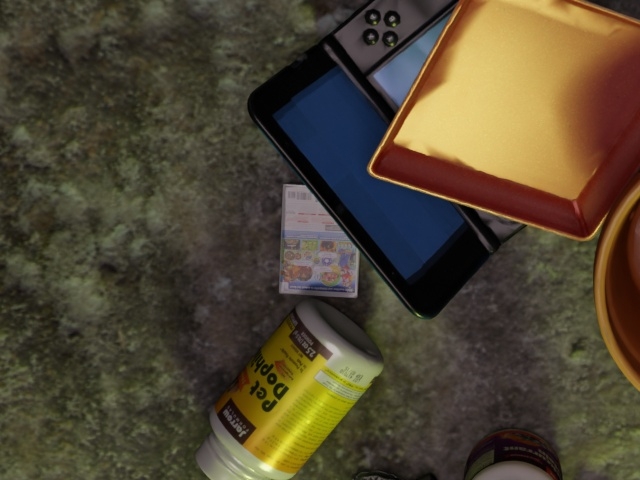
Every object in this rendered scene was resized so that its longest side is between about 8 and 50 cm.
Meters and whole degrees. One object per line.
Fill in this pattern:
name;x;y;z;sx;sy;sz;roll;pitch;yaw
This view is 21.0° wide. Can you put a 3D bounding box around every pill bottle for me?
pill bottle;-0.038;0.175;1.856;0.117;0.117;0.215;39;101;-1
pill bottle;0.202;0.273;1.806;0.108;0.193;0.108;1;100;6

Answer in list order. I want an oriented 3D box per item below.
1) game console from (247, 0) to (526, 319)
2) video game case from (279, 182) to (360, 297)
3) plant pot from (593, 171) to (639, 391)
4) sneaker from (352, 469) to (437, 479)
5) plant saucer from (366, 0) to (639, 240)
game console;0.115;-0.113;1.763;0.250;0.173;0.293;-39;94;11
video game case;0.000;0.000;1.876;0.087;0.011;0.122;3;100;5
plant pot;0.412;0.022;1.732;0.291;0.203;0.290;1;102;4
sneaker;0.107;0.323;1.901;0.089;0.051;0.170;-25;91;10
plant saucer;0.210;-0.137;1.680;0.259;0.047;0.258;17;127;-17
